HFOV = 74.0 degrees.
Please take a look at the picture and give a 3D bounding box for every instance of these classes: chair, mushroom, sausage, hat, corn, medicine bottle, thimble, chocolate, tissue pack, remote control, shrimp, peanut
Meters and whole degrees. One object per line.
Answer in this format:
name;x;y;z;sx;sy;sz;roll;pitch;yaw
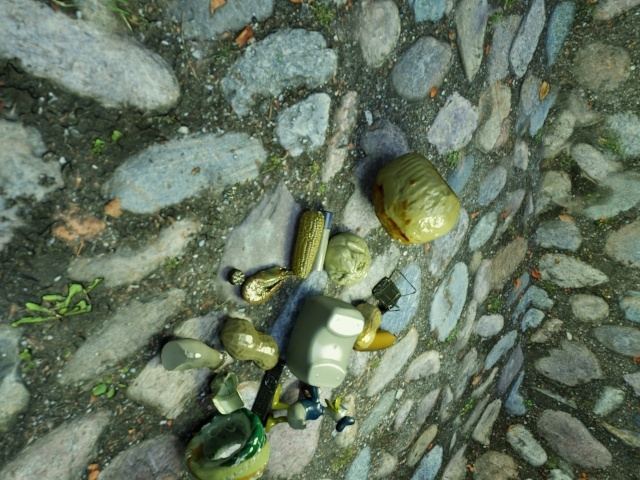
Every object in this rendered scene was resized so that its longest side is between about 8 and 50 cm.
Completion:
chair;0.321;0.255;2.006;0.140;0.221;0.145;-40;85;-25
mushroom;-0.405;0.372;1.390;0.116;0.093;0.225;-53;146;15
sausage;0.267;0.472;2.024;0.328;0.112;0.112;10;97;-44
hat;-0.322;0.527;1.493;0.122;0.081;0.166;-26;106;5
corn;-0.050;0.012;1.588;0.091;0.091;0.261;4;103;-40
medicine bottle;0.000;0.000;1.649;0.059;0.059;0.231;3;103;-43
thimble;-0.323;0.730;1.467;0.287;0.254;0.168;-22;116;-20
chocolate;0.188;0.362;1.844;0.309;0.134;0.134;-37;133;-66
tissue pack;0.004;0.384;1.673;0.229;0.235;0.334;22;89;-35
remote control;-0.204;0.578;1.664;0.025;0.063;0.246;26;85;-85
shrimp;-0.191;0.159;1.536;0.217;0.051;0.115;-23;125;-36
peanut;-0.245;0.377;1.513;0.136;0.120;0.298;-40;132;5

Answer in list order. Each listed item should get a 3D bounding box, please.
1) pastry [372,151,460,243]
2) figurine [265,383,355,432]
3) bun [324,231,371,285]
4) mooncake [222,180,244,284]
pastry;0.376;-0.159;1.743;0.312;0.389;0.388;-39;135;14
figurine;-0.021;0.692;1.740;0.283;0.337;0.205;-46;149;-68
bun;0.119;0.083;1.733;0.229;0.145;0.230;-14;113;-35
mooncake;-0.284;-0.018;1.394;0.150;0.057;0.347;-44;137;-39
